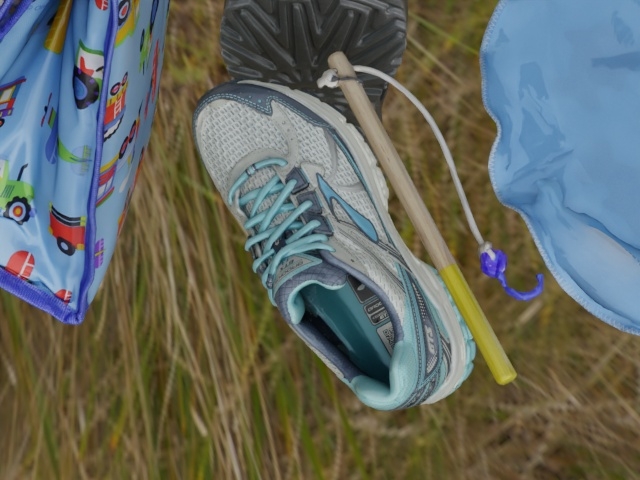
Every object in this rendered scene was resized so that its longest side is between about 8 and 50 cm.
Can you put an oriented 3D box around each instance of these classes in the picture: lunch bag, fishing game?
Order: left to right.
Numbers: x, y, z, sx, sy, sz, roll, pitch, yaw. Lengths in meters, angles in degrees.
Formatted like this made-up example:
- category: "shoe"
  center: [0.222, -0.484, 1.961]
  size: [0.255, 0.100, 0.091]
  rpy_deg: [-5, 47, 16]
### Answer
- category: "lunch bag"
  center: [-0.133, -0.139, 1.017]
  size: [0.138, 0.221, 0.293]
  rpy_deg: [19, 134, -9]
- category: "fishing game"
  center: [0.145, -0.034, 0.690]
  size: [0.264, 0.041, 0.189]
  rpy_deg: [-23, 71, -24]

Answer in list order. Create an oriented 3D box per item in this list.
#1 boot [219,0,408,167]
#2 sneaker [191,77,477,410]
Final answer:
- category: "boot"
  center: [0.011, -0.316, 1.590]
  size: [0.146, 0.367, 0.445]
  rpy_deg: [7, 63, -1]
- category: "sneaker"
  center: [0.000, 0.000, 1.318]
  size: [0.110, 0.122, 0.283]
  rpy_deg: [-43, 81, 26]
